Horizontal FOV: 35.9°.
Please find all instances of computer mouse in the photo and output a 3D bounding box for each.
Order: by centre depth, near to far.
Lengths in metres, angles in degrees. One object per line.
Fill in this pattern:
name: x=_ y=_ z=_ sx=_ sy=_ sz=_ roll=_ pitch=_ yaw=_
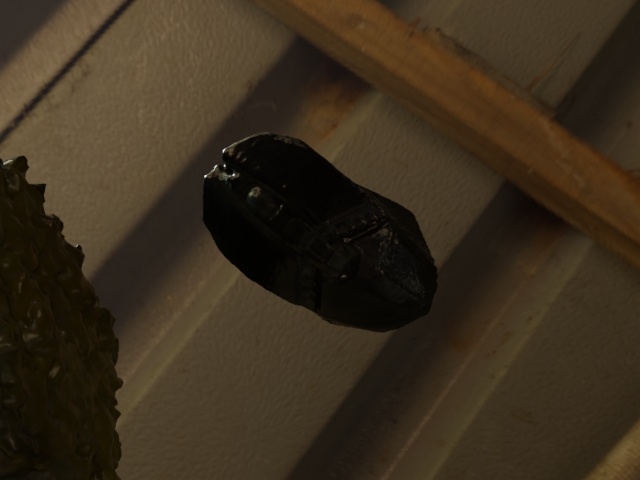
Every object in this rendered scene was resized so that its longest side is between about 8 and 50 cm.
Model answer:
computer mouse: x=0.000 y=0.000 z=0.714 sx=0.192 sy=0.062 sz=0.105 roll=35 pitch=-80 yaw=-2

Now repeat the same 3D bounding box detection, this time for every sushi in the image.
sushi: x=-0.351 y=0.093 z=0.713 sx=0.352 sy=0.396 sz=0.240 roll=-11 pitch=-132 yaw=7
